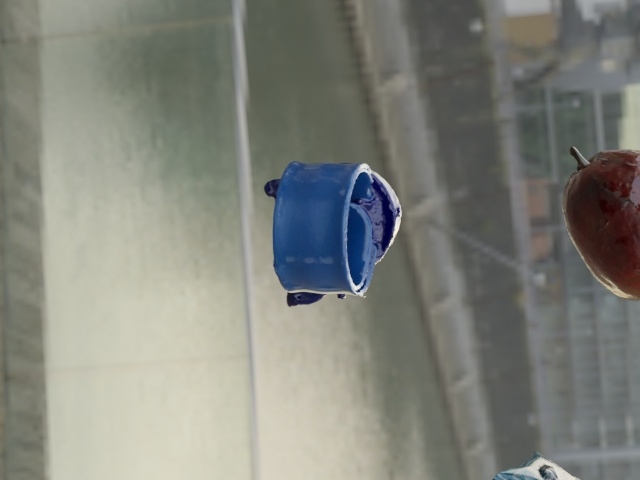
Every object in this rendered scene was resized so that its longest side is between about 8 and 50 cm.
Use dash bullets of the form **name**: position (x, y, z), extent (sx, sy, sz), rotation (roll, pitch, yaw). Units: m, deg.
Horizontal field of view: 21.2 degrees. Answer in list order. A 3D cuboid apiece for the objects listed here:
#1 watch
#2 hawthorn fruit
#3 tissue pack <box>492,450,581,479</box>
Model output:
- **watch**: position (0.005, -0.008, 2.156), extent (0.200, 0.171, 0.196), rotation (-32, 113, -73)
- **hawthorn fruit**: position (0.456, -0.038, 2.514), extent (0.224, 0.261, 0.224), rotation (-52, 180, 0)
- **tissue pack**: position (0.184, 0.191, 1.297), extent (0.028, 0.085, 0.138), rotation (-57, 164, 10)
